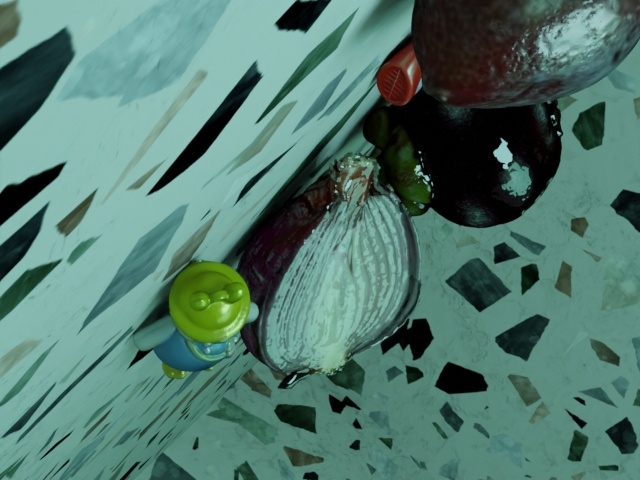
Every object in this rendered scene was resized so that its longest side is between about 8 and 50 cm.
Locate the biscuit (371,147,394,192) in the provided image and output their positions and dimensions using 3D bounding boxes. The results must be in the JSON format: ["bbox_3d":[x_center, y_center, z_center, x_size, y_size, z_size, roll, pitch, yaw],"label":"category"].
[{"bbox_3d":[0.115,-0.122,2.238,0.070,0.082,0.168,-18,165,-20],"label":"biscuit"}]

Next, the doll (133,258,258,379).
[{"bbox_3d":[-0.140,0.092,1.555,0.241,0.135,0.099,126,-20,-67],"label":"doll"}]

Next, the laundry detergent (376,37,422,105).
[{"bbox_3d":[0.135,-0.236,1.600,0.165,0.049,0.097,-48,173,-25],"label":"laundry detergent"}]

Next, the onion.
[{"bbox_3d":[0.000,0.000,1.757,0.267,0.159,0.349,-15,128,-34],"label":"onion"}]

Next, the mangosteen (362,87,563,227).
[{"bbox_3d":[0.187,-0.133,1.812,0.287,0.233,0.287,-42,-153,28],"label":"mangosteen"}]

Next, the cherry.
[{"bbox_3d":[0.204,-0.231,1.290,0.300,0.203,0.230,-36,179,-21],"label":"cherry"}]
